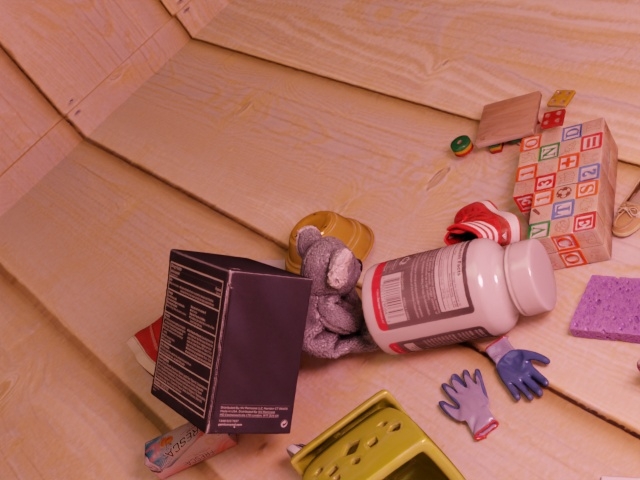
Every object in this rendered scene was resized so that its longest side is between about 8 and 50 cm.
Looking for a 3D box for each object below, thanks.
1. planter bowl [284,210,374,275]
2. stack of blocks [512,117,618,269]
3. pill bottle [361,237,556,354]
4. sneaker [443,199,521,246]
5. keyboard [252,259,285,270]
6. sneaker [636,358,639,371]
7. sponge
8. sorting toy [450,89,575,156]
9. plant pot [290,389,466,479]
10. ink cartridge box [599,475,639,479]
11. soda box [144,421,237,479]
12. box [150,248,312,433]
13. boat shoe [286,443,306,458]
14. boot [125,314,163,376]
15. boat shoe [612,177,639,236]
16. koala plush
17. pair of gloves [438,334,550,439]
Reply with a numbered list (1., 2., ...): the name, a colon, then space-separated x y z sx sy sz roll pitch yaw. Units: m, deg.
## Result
1. planter bowl: 0.000 0.000 2.237 0.217 0.090 0.217 -21 32 14
2. stack of blocks: 0.460 -0.085 1.959 0.171 0.087 0.297 -13 41 30
3. pill bottle: 0.249 0.094 1.857 0.318 0.176 0.176 -15 40 28
4. sneaker: 0.278 -0.029 1.981 0.128 0.087 0.221 -6 5 -19
5. keyboard: -0.083 0.073 2.318 0.256 0.014 0.072 -2 52 40
6. sneaker: 0.592 0.173 1.534 0.236 0.095 0.104 6 57 45
7. sponge: 0.528 0.116 1.717 0.210 0.031 0.117 4 52 42
8. sorting toy: 0.418 -0.250 2.223 0.274 0.046 0.132 -12 41 32
9. plant pot: 0.097 0.387 1.620 0.228 0.227 0.207 -37 28 1
10. ink cartridge box: 0.539 0.398 1.318 0.371 0.069 0.176 -4 45 25
11. soda box: -0.255 0.400 2.040 0.183 0.063 0.058 -28 36 13
12. box: -0.171 0.184 1.951 0.296 0.182 0.294 15 98 60
13. boat shoe: 0.022 0.386 1.825 0.083 0.065 0.183 -43 37 -23
14. boot: -0.321 0.223 2.288 0.176 0.088 0.244 -41 31 -8
15. boat shoe: 0.574 -0.072 1.879 0.153 0.048 0.056 -47 36 -15
16. koala plush: 0.014 0.092 1.972 0.203 0.221 0.196 -13 30 -22
17. pair of gloves: 0.299 0.247 1.773 0.198 0.023 0.159 -36 36 2
